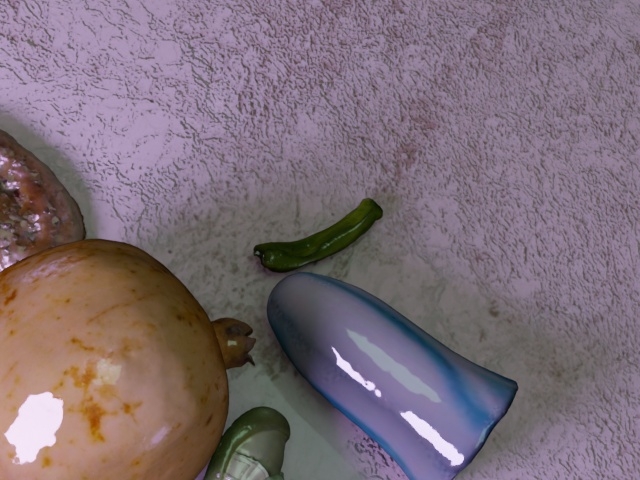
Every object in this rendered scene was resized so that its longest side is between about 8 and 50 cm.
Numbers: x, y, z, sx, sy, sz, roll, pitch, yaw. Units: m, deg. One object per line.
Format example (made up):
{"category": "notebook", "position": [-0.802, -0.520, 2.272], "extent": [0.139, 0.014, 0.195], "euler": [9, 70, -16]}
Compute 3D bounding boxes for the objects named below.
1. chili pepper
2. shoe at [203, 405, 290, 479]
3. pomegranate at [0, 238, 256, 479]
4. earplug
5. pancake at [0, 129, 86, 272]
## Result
{"category": "chili pepper", "position": [0.000, 0.000, 1.314], "extent": [0.201, 0.050, 0.052], "euler": [-25, 60, -23]}
{"category": "shoe", "position": [-0.087, 0.333, 1.125], "extent": [0.128, 0.140, 0.262], "euler": [23, 71, 7]}
{"category": "pomegranate", "position": [-0.236, 0.158, 1.062], "extent": [0.342, 0.342, 0.343], "euler": [4, 68, -11]}
{"category": "earplug", "position": [0.070, 0.154, 1.209], "extent": [0.324, 0.185, 0.185], "euler": [39, 66, 9]}
{"category": "pancake", "position": [-0.478, -0.009, 1.198], "extent": [0.356, 0.065, 0.356], "euler": [7, 68, -17]}
